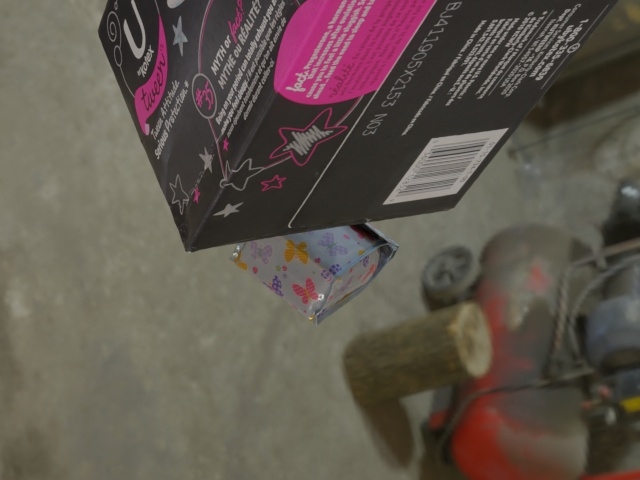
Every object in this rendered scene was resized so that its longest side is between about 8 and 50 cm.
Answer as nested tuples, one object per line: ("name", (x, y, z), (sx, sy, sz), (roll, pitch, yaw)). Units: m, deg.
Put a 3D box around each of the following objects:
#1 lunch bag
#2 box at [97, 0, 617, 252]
("lunch bag", (0.000, 0.000, 0.788), (0.071, 0.053, 0.083), (38, 36, 17))
("box", (0.023, -0.126, 0.577), (0.163, 0.247, 0.142), (-10, 63, -30))
